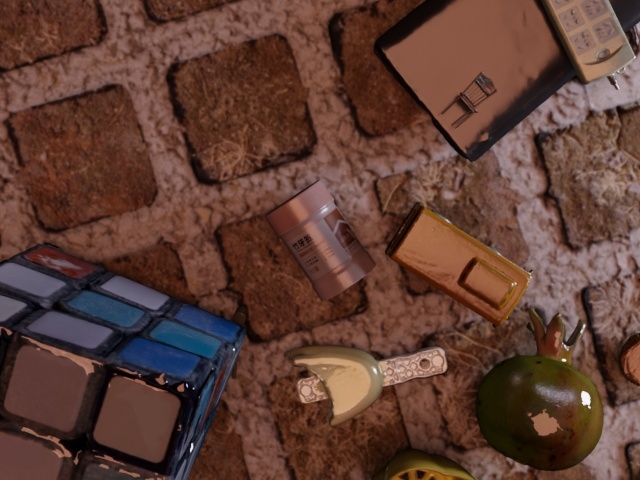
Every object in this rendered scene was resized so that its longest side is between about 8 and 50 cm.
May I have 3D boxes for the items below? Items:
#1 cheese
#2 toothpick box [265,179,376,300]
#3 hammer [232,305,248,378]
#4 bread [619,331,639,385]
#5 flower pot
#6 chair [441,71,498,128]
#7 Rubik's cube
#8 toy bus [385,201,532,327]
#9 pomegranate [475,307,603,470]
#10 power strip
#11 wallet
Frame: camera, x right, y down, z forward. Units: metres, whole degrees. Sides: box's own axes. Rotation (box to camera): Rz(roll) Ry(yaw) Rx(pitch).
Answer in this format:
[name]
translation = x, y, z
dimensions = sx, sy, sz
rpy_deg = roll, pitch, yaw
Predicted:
[cheese]
translation = 0.073, 0.198, 1.384
dimensions = 0.235, 0.050, 0.127
rpy_deg = -14, 92, 0
[toothpick box]
translation = 0.000, 0.000, 1.344
dimensions = 0.098, 0.098, 0.149
rpy_deg = -33, 95, 3
[hammer]
translation = -0.123, 0.155, 1.394
dimensions = 0.019, 0.035, 0.110
rpy_deg = 6, 104, 2
[bread]
translation = 0.484, 0.178, 1.378
dimensions = 0.085, 0.053, 0.085
rpy_deg = 0, 89, 11
[flower pot]
translation = 0.147, 0.389, 1.334
dimensions = 0.195, 0.179, 0.195
rpy_deg = 0, 95, 2
[chair]
translation = 0.209, -0.196, 1.297
dimensions = 0.086, 0.042, 0.037
rpy_deg = -42, 97, 6
[Rubik's cube]
translation = -0.329, 0.244, 1.233
dimensions = 0.362, 0.359, 0.363
rpy_deg = 18, 102, -2
[toy bus]
translation = 0.203, 0.036, 1.337
dimensions = 0.201, 0.114, 0.098
rpy_deg = 33, 95, -2
[pomegranate]
translation = 0.319, 0.213, 1.330
dimensions = 0.181, 0.181, 0.224
rpy_deg = 14, 80, -1
[power strip]
translation = 0.363, -0.310, 1.289
dimensions = 0.080, 0.029, 0.227
rpy_deg = -28, 95, 3
[wallet]
translation = 0.298, -0.325, 1.335
dimensions = 0.406, 0.062, 0.228
rpy_deg = -40, 94, 4
